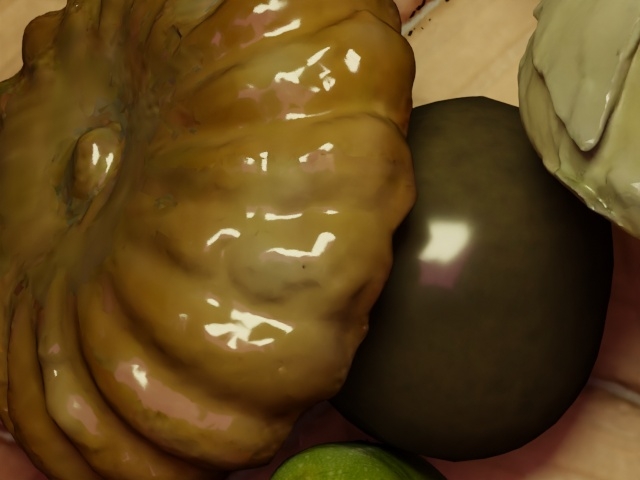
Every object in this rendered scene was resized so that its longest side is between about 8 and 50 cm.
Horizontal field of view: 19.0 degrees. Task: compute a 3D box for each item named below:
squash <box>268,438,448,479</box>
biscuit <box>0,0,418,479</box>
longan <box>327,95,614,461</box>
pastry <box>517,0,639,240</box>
[{"bbox_3d":[0.010,0.141,0.954,0.095,0.188,0.095,-2,81,12],"label":"squash"},{"bbox_3d":[-0.086,-0.026,0.973,0.325,0.107,0.326,-22,61,45],"label":"biscuit"},{"bbox_3d":[0.067,0.019,0.985,0.189,0.189,0.189,-2,79,10],"label":"longan"},{"bbox_3d":[0.212,-0.048,0.887,0.265,0.265,0.133,39,107,15],"label":"pastry"}]
